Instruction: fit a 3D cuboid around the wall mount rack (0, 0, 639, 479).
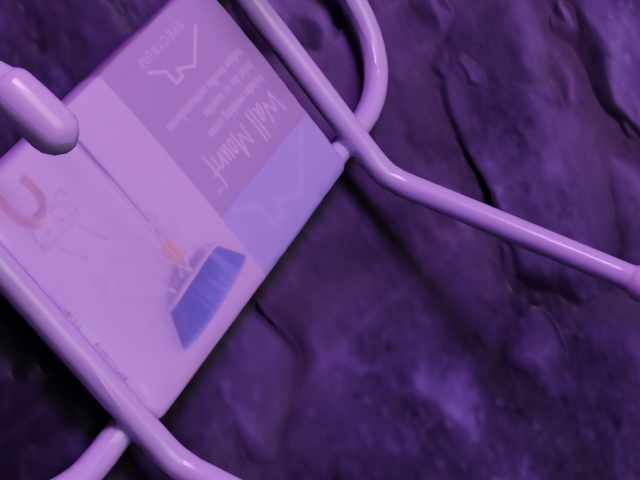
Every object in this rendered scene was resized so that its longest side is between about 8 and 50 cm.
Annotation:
[{"bbox_3d":[0.000,0.000,0.629,0.304,0.130,0.350,50,48,-16],"label":"wall mount rack"}]
